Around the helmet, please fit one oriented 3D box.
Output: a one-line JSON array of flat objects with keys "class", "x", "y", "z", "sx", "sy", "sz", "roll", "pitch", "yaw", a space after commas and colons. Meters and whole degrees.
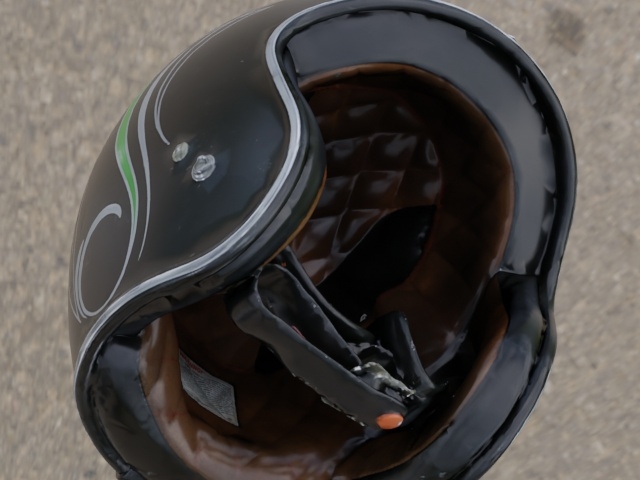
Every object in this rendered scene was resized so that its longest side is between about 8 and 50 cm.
[{"class": "helmet", "x": 0.000, "y": 0.000, "z": 0.506, "sx": 0.169, "sy": 0.169, "sz": 0.162, "roll": 20, "pitch": 44, "yaw": -5}]
